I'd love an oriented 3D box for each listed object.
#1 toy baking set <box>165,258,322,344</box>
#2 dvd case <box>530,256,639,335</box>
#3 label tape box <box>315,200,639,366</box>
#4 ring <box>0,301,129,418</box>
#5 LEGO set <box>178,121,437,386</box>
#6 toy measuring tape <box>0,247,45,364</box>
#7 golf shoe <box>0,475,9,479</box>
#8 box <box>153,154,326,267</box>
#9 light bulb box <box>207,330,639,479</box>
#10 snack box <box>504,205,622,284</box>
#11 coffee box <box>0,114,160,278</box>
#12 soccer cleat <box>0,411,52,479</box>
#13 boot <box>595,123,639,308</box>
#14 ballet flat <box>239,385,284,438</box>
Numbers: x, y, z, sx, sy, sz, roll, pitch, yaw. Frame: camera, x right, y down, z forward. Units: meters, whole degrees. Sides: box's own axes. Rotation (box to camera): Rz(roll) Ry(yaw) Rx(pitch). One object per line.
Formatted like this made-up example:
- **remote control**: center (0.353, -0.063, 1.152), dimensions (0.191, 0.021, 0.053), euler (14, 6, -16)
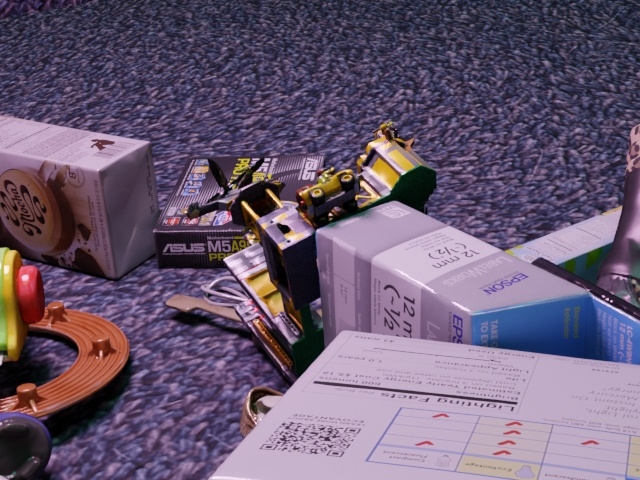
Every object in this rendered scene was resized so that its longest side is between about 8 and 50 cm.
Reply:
- **toy baking set**: center (-0.056, 0.079, 1.622), dimensions (0.256, 0.030, 0.197), euler (-15, 25, -23)
- **dvd case**: center (0.291, 0.142, 1.198), dimensions (0.022, 0.253, 0.180), euler (-37, 36, -16)
- **label tape box**: center (0.142, 0.137, 1.218), dimensions (0.115, 0.249, 0.348), euler (-19, 30, -29)
- **ring**: center (-0.395, 0.139, 1.499), dimensions (0.337, 0.032, 0.336), euler (-5, 20, 2)
- **LEGO set**: center (0.000, 0.000, 1.443), dimensions (0.255, 0.331, 0.192), euler (-33, 49, -11)
- **toy measuring tape**: center (-0.377, 0.083, 1.425), dimensions (0.121, 0.121, 0.330), euler (-5, 18, -3)
- **golf shoe**: center (-0.244, 0.287, 1.166), dimensions (0.273, 0.105, 0.120), euler (27, 24, 37)
- **box**: center (-0.109, -0.048, 1.846), dimensions (0.216, 0.060, 0.270), euler (-1, 26, 7)
- **light bulb box**: center (0.133, 0.235, 0.952), dimensions (0.358, 0.225, 0.361), euler (5, 13, 15)
- **snack box**: center (0.303, 0.068, 1.423), dimensions (0.207, 0.174, 0.070), euler (-19, 28, -30)
- **coffee box**: center (-0.381, -0.067, 1.802), dimensions (0.297, 0.168, 0.119), euler (11, 30, 30)
- **soccer cleat**: center (-0.413, 0.248, 1.284), dimensions (0.289, 0.093, 0.121), euler (-16, -2, -16)
- **boot**: center (0.465, 0.040, 1.313), dimensions (0.377, 0.138, 0.284), euler (13, 63, 4)
- **ballet flat**: center (-0.016, 0.208, 1.304), dimensions (0.073, 0.067, 0.206), euler (-25, 33, -37)
